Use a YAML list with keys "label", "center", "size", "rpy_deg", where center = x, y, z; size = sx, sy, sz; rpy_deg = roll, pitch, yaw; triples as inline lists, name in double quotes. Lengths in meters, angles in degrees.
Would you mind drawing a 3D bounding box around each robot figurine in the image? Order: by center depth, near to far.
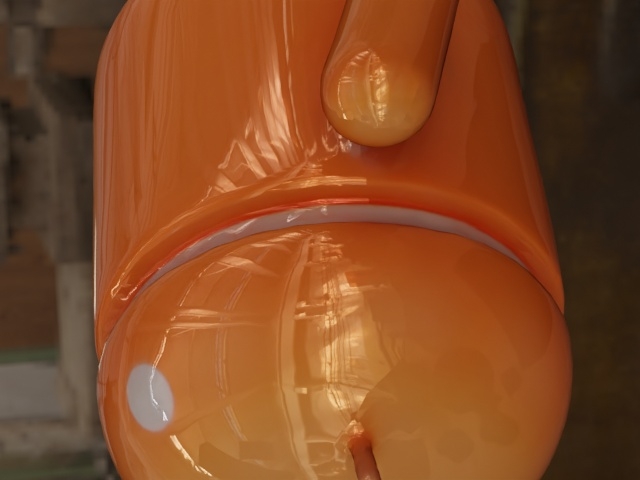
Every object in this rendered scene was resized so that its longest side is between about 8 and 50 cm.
- label: "robot figurine"
  center: [0.000, -0.001, 0.508]
  size: [0.158, 0.128, 0.219]
  rpy_deg: [-33, 43, 28]
